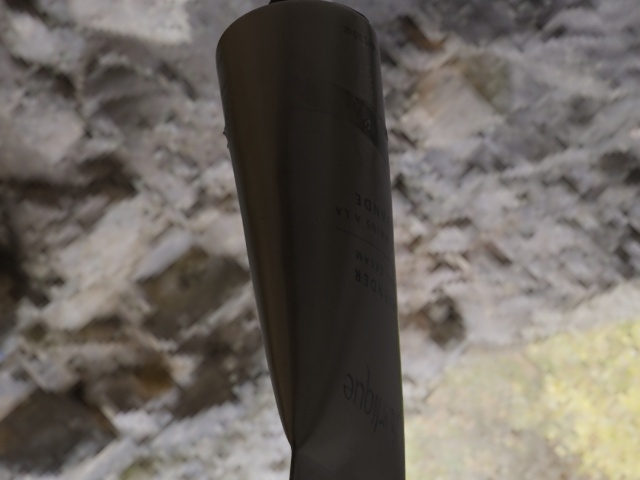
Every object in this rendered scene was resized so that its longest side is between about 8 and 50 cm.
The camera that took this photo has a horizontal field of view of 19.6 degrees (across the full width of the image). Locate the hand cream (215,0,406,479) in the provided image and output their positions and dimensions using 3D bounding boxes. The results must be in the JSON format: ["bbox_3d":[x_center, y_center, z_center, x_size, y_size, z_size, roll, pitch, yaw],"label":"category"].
[{"bbox_3d":[0.000,0.000,0.584,0.054,0.186,0.087,-17,152,18],"label":"hand cream"}]
